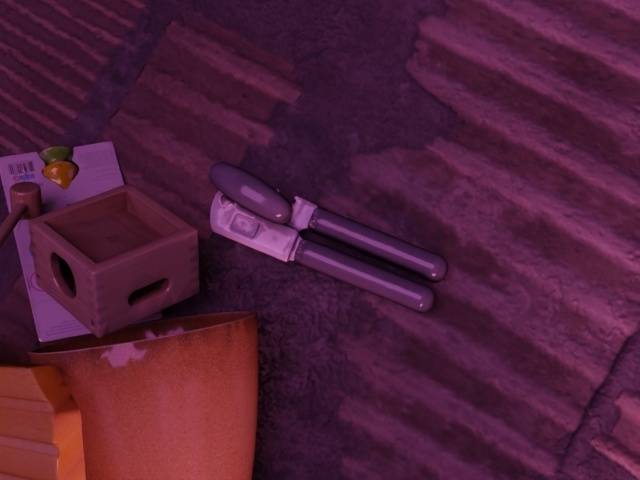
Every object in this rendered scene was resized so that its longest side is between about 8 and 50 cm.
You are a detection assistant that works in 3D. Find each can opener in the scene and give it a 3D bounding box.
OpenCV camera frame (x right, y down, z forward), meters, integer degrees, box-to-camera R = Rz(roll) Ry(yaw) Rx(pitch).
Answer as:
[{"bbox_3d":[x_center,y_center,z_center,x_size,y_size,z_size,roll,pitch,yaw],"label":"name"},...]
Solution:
[{"bbox_3d":[0.000,0.000,1.145,0.280,0.093,0.074,23,86,10],"label":"can opener"}]

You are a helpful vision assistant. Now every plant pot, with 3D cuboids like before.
[{"bbox_3d":[-0.163,0.216,1.084,0.237,0.237,0.254,-9,90,10],"label":"plant pot"}]

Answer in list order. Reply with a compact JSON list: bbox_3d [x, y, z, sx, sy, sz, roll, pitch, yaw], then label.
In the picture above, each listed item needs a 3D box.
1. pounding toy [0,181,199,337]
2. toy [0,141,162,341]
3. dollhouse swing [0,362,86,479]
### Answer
[{"bbox_3d":[-0.262,0.015,1.112,0.206,0.181,0.094,32,133,38],"label":"pounding toy"},{"bbox_3d":[-0.280,0.004,1.206,0.137,0.056,0.237,-11,69,-21],"label":"toy"},{"bbox_3d":[-0.411,0.275,0.998,0.315,0.305,0.346,-4,90,-27],"label":"dollhouse swing"}]
